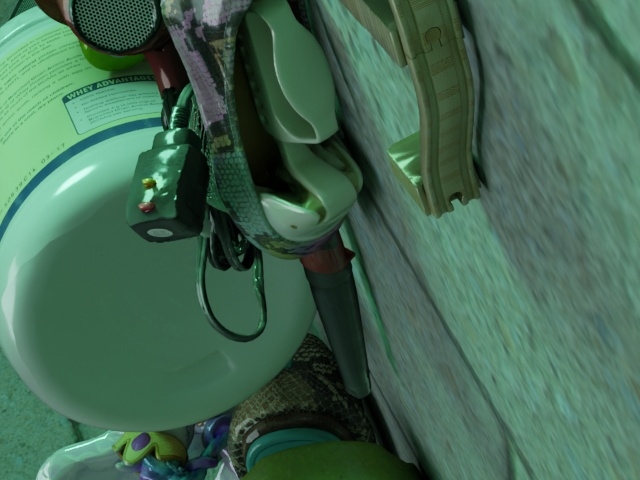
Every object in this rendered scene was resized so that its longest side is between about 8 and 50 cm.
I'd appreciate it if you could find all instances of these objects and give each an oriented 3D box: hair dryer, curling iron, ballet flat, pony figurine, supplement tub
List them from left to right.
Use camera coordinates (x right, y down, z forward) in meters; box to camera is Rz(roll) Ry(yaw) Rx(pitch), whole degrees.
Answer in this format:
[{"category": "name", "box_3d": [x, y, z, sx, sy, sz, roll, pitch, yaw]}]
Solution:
[{"category": "supplement tub", "box_3d": [-0.152, -0.034, 1.176, 0.325, 0.235, 0.235, 56, 169, 54]}, {"category": "hair dryer", "box_3d": [-0.096, -0.098, 0.913, 0.223, 0.080, 0.293, 69, -166, -70]}, {"category": "pony figurine", "box_3d": [-0.131, 0.190, 1.564, 0.363, 0.302, 0.351, -71, -13, -50]}, {"category": "ballet flat", "box_3d": [-0.018, -0.058, 0.785, 0.079, 0.077, 0.221, 32, 153, 40]}, {"category": "curling iron", "box_3d": [0.000, 0.000, 0.980, 0.068, 0.035, 0.274, -117, 6, -52]}, {"category": "ballet flat", "box_3d": [0.030, 0.284, 1.447, 0.182, 0.164, 0.483, -84, -18, -56]}]

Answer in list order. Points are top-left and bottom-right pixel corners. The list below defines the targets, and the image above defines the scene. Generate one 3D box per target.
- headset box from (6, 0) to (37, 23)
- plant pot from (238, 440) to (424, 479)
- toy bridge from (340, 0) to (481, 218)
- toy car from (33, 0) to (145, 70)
[{"category": "headset box", "box_3d": [-0.246, -0.113, 1.641, 0.218, 0.110, 0.293, -79, -14, -48]}, {"category": "plant pot", "box_3d": [0.017, 0.295, 1.121, 0.276, 0.276, 0.254, 73, -178, -51]}, {"category": "toy bridge", "box_3d": [0.025, -0.079, 0.508, 0.063, 0.026, 0.188, 57, 170, 49]}, {"category": "toy car", "box_3d": [-0.211, -0.213, 1.055, 0.155, 0.188, 0.149, 66, 145, 36]}]
